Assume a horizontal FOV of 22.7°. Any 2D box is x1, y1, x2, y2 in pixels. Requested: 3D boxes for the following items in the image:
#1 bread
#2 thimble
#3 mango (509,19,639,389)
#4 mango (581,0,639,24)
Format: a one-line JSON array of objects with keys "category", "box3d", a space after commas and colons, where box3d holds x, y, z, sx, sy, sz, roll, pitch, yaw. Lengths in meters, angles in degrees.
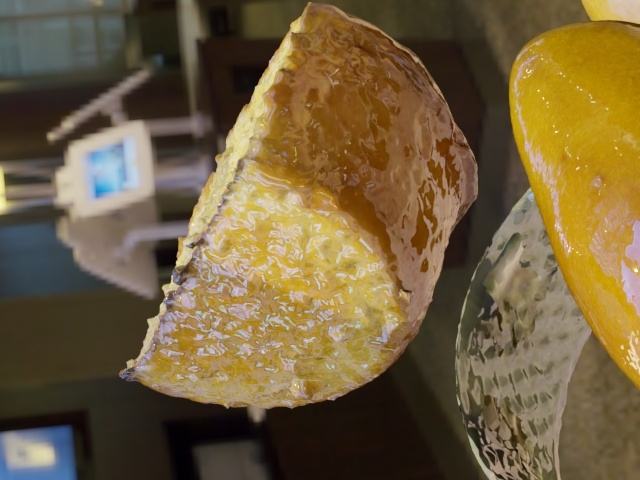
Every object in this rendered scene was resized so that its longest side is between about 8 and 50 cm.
[{"category": "bread", "box3d": [0.000, 0.000, 1.116, 0.340, 0.179, 0.194, -57, 10, 48]}, {"category": "thimble", "box3d": [0.214, 0.071, 0.848, 0.150, 0.271, 0.271, 40, -151, -46]}, {"category": "mango", "box3d": [0.149, -0.005, 0.595, 0.253, 0.138, 0.113, 53, 139, 40]}, {"category": "mango", "box3d": [0.366, -0.353, 1.430, 0.300, 0.232, 0.445, 18, 100, 37]}]
